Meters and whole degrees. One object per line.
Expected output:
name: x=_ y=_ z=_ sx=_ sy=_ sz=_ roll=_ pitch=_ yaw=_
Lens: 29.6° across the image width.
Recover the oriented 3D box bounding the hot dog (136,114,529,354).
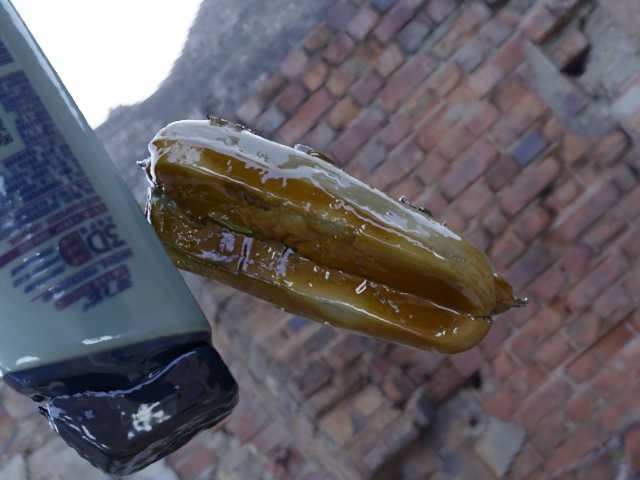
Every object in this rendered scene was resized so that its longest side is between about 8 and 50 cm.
hot dog: x=0.000 y=0.000 z=0.766 sx=0.072 sy=0.269 sz=0.109 roll=-52 pitch=-20 yaw=-53

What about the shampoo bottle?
shampoo bottle: x=-0.191 y=-0.022 z=0.744 sx=0.134 sy=0.359 sz=0.078 roll=-29 pitch=-14 yaw=-17
